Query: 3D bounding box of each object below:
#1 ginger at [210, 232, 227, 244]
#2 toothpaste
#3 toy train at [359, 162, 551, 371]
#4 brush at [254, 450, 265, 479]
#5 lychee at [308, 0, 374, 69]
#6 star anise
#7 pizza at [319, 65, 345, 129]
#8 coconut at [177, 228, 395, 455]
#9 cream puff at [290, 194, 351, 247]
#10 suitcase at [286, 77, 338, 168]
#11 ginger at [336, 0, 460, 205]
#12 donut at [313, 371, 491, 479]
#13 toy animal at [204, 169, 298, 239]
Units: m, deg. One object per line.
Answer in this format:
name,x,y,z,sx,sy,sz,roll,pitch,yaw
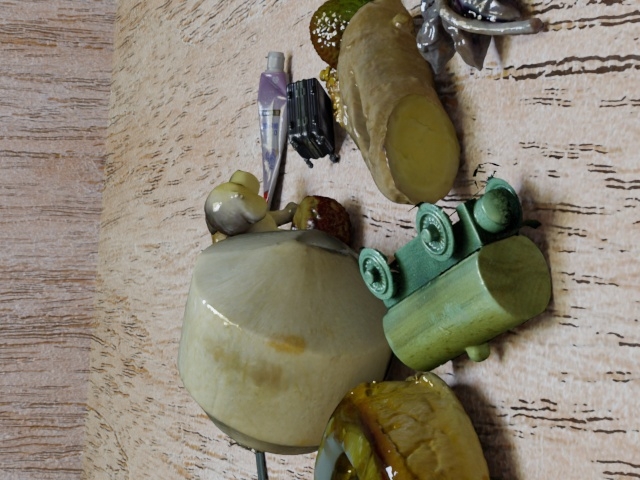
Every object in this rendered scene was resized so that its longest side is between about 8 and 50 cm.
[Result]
ginger,-0.145,0.058,2.273,0.205,0.081,0.115,-126,32,-51
toothpaste,-0.087,-0.178,2.220,0.075,0.048,0.301,-166,79,-65
toy train,0.163,0.041,1.467,0.189,0.126,0.307,57,151,5
brush,-0.105,0.411,2.168,0.062,0.027,0.266,118,148,-48
lychee,0.041,-0.297,1.820,0.146,0.114,0.114,-20,66,48
star anise,0.179,-0.298,1.508,0.230,0.081,0.262,-63,26,23
pizza,0.031,-0.259,1.932,0.131,0.041,0.178,-154,70,-69
coconut,-0.039,0.117,1.711,0.323,0.323,0.323,-176,90,-69
cream puff,0.000,0.000,1.897,0.149,0.084,0.149,-167,90,-78
suitcase,-0.014,-0.185,1.971,0.086,0.059,0.126,51,-149,-59
ginger,0.093,-0.170,1.635,0.354,0.126,0.190,-103,33,-47
donut,0.087,0.319,1.503,0.330,0.160,0.330,175,90,-75
toy animal,-0.114,-0.013,2.095,0.233,0.168,0.121,103,157,-47
